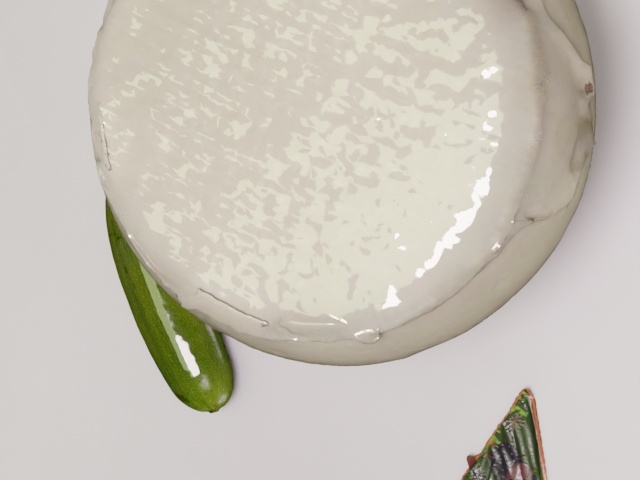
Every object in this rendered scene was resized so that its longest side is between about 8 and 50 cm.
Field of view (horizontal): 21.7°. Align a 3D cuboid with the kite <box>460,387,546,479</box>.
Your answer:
[{"bbox_3d":[0.123,0.278,1.341,0.234,0.016,0.321,41,113,20],"label":"kite"}]

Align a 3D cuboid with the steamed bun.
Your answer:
[{"bbox_3d":[0.023,-0.096,1.229,0.374,0.241,0.374,0,89,18],"label":"steamed bun"}]

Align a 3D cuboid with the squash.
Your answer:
[{"bbox_3d":[-0.139,0.031,1.438,0.066,0.066,0.252,-25,81,29],"label":"squash"}]
